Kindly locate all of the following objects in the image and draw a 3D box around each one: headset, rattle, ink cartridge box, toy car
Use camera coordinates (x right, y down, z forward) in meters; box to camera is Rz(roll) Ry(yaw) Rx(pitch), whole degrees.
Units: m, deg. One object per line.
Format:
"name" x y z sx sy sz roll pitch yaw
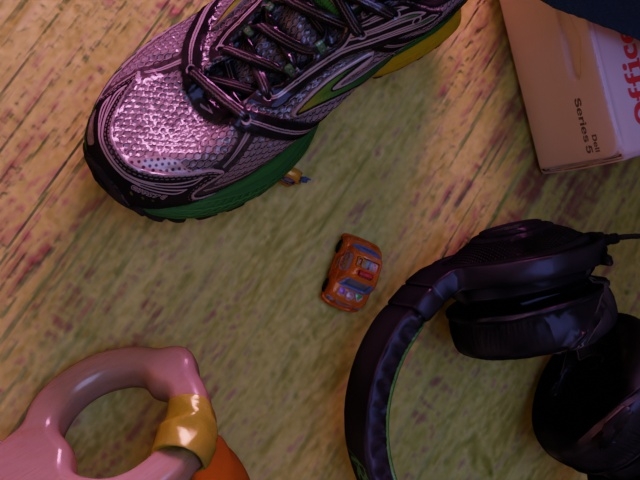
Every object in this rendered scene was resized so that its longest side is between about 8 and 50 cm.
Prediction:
"headset" 0.202 0.078 0.716 0.394 0.185 0.243 -43 103 -14
"rattle" -0.160 0.157 0.656 0.199 0.143 0.130 -23 63 -6
"ink cartridge box" 0.296 -0.184 0.801 0.272 0.115 0.198 -16 93 -21
"toy car" 0.000 0.000 0.718 0.122 0.040 0.060 41 74 -15

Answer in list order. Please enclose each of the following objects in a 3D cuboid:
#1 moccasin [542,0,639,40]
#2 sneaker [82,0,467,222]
"moccasin" 0.299 -0.185 0.669 0.342 0.137 0.117 20 77 -20
"sneaker" -0.016 -0.146 0.653 0.343 0.146 0.134 -41 87 -18
